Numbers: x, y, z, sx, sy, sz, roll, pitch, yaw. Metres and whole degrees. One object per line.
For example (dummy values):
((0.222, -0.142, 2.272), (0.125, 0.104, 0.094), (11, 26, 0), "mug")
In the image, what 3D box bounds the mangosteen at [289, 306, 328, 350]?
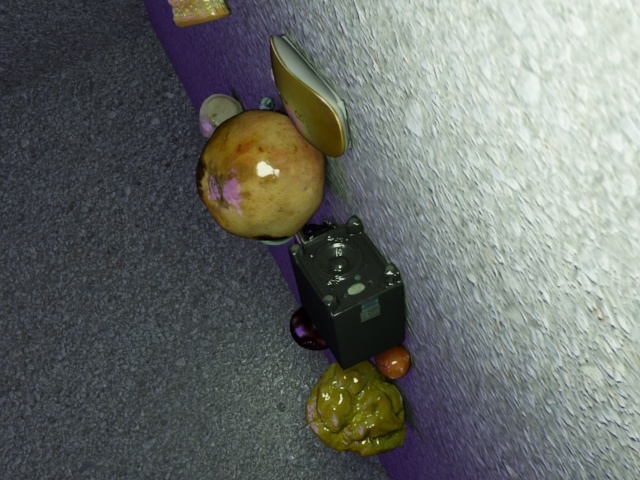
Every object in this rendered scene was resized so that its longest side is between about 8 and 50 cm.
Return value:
((-0.016, 0.318, 2.487), (0.209, 0.210, 0.210), (60, 170, 18), "mangosteen")

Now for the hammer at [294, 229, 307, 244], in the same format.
((-0.028, 0.038, 1.686), (0.365, 0.044, 0.111), (64, 156, 6), "hammer")

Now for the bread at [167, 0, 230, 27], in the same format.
((-0.301, -0.662, 1.754), (0.160, 0.169, 0.140), (-67, -32, -44), "bread")

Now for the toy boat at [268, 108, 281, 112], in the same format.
((-0.131, -0.271, 1.759), (0.093, 0.103, 0.246), (36, 158, 13), "toy boat")

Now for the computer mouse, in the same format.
((-0.036, -0.284, 1.284), (0.310, 0.072, 0.158), (57, 167, 39), "computer mouse")

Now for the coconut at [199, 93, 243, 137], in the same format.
((-0.354, -0.425, 2.332), (0.170, 0.171, 0.183), (63, 166, 5), "coconut")

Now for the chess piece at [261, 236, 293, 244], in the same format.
((-0.201, -0.123, 2.144), (0.299, 0.195, 0.194), (38, 154, 50), "chess piece")

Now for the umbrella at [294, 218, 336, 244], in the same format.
((0.000, 0.000, 1.759), (0.118, 0.118, 0.340), (64, 170, -1), "umbrella")

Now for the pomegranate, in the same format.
((-0.133, -0.146, 1.503), (0.322, 0.322, 0.322), (60, 170, 18), "pomegranate")

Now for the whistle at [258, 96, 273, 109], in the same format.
((-0.145, -0.365, 1.765), (0.035, 0.035, 0.100), (65, 169, -7), "whistle")

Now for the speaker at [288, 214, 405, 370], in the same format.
((0.063, 0.114, 1.492), (0.232, 0.184, 0.253), (54, 163, 40), "speaker")

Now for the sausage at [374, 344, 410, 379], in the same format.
((0.182, 0.304, 1.694), (0.089, 0.089, 0.179), (65, 174, -10), "sausage")

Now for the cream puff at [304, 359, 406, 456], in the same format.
((0.131, 0.531, 2.040), (0.257, 0.291, 0.324), (26, 128, 38), "cream puff")
